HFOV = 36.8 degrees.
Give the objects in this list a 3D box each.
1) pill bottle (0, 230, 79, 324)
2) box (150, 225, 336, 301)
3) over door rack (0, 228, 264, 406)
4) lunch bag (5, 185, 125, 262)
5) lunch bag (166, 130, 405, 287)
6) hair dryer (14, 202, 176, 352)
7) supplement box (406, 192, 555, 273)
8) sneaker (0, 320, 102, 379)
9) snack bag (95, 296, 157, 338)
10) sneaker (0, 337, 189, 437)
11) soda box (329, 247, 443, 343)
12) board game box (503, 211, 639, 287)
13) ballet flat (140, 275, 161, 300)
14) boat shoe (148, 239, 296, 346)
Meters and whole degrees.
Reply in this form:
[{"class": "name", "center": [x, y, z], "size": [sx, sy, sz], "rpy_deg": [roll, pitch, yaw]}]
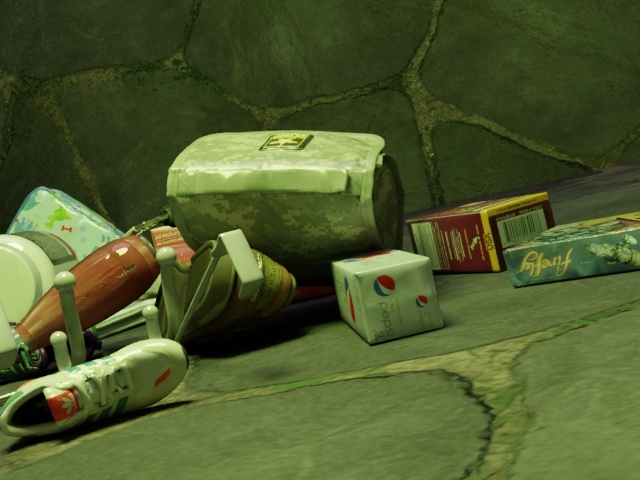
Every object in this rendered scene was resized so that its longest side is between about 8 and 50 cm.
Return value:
[{"class": "pill bottle", "center": [-0.502, 0.067, 1.581], "size": [0.161, 0.161, 0.283], "rpy_deg": [-13, 3, -1]}, {"class": "box", "center": [-0.079, 0.017, 1.420], "size": [0.300, 0.154, 0.142], "rpy_deg": [-12, 3, 4]}, {"class": "over door rack", "center": [-0.222, 0.067, 0.913], "size": [0.239, 0.108, 0.324], "rpy_deg": [-16, -11, -28]}, {"class": "lunch bag", "center": [-0.476, 0.018, 1.799], "size": [0.176, 0.219, 0.090], "rpy_deg": [-56, -3, 1]}, {"class": "lunch bag", "center": [-0.029, -0.043, 1.150], "size": [0.235, 0.169, 0.287], "rpy_deg": [2, -14, 11]}, {"class": "hair dryer", "center": [-0.276, 0.060, 1.234], "size": [0.223, 0.080, 0.293], "rpy_deg": [-37, 2, 33]}, {"class": "supplement box", "center": [0.211, -0.007, 1.270], "size": [0.104, 0.080, 0.188], "rpy_deg": [-15, 4, -26]}, {"class": "sneaker", "center": [-0.391, 0.139, 1.214], "size": [0.224, 0.083, 0.098], "rpy_deg": [-13, 8, -20]}, {"class": "snack bag", "center": [-0.382, 0.135, 1.661], "size": [0.323, 0.037, 0.342], "rpy_deg": [-11, 3, 39]}, {"class": "sneaker", "center": [-0.187, 0.128, 0.788], "size": [0.161, 0.057, 0.075], "rpy_deg": [-17, 5, 4]}, {"class": "soda box", "center": [0.061, 0.051, 0.974], "size": [0.074, 0.069, 0.216], "rpy_deg": [-12, 4, -5]}, {"class": "board game box", "center": [0.338, -0.002, 1.011], "size": [0.243, 0.042, 0.165], "rpy_deg": [-11, 3, 35]}, {"class": "ballet flat", "center": [-0.324, 0.079, 1.840], "size": [0.086, 0.086, 0.248], "rpy_deg": [-14, -8, -9]}, {"class": "boat shoe", "center": [-0.123, 0.078, 1.125], "size": [0.104, 0.110, 0.307], "rpy_deg": [14, -13, -20]}]
